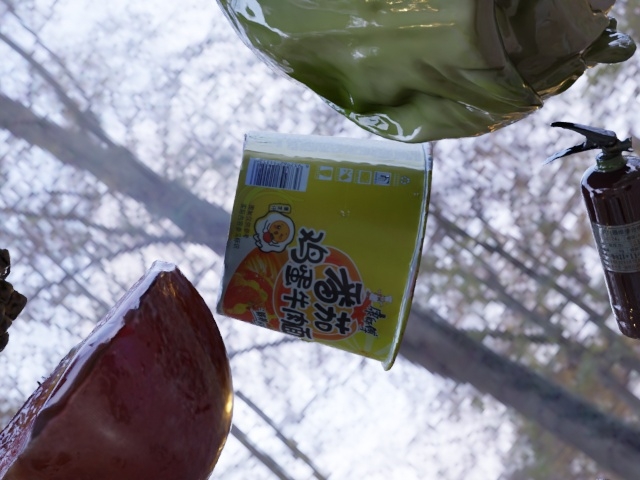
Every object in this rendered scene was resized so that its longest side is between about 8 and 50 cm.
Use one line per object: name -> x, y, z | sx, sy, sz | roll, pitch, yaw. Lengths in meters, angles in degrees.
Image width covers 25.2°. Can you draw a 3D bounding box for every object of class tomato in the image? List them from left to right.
tomato -> -0.174, 0.174, 1.265 | 0.309, 0.170, 0.309 | -52, 10, 13

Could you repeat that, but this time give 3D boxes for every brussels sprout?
brussels sprout -> 0.080, -0.266, 1.342 | 0.425, 0.361, 0.342 | -29, -75, -54

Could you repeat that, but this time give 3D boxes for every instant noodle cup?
instant noodle cup -> 0.000, 0.000, 1.541 | 0.264, 0.200, 0.264 | -171, 90, -87

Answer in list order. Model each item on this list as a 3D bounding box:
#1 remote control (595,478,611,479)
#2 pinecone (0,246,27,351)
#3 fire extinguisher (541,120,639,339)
remote control -> 0.263, 0.246, 1.136 | 0.043, 0.152, 0.027 | -50, 7, -32
pinecone -> -0.490, 0.070, 1.675 | 0.243, 0.257, 0.243 | 14, -90, -79
fire extinguisher -> 0.280, -0.015, 1.372 | 0.071, 0.099, 0.231 | -63, -43, -56
